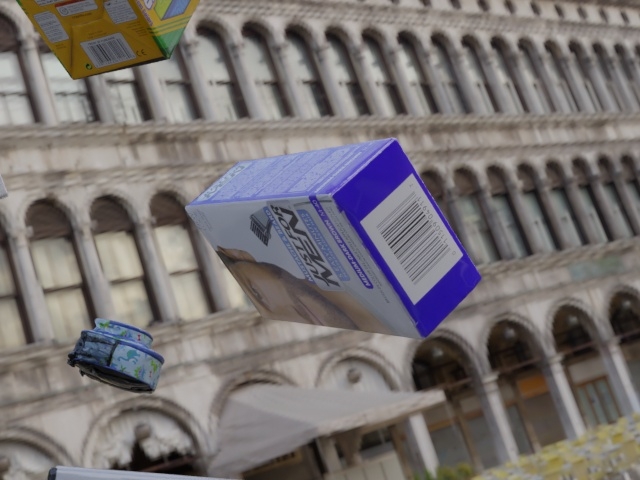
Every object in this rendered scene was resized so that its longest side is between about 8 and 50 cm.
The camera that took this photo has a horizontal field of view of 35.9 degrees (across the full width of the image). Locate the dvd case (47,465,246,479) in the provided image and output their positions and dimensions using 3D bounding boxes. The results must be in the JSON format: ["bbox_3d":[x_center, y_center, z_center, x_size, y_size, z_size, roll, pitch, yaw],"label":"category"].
[{"bbox_3d":[-0.043,0.234,0.583,0.253,0.180,0.022,7,-13,-9],"label":"dvd case"}]

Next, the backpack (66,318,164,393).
[{"bbox_3d":[-0.271,0.158,1.356,0.114,0.084,0.105,19,-17,6],"label":"backpack"}]

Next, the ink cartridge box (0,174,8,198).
[{"bbox_3d":[-0.561,-0.130,1.486,0.100,0.172,0.237,-23,12,-23],"label":"ink cartridge box"}]

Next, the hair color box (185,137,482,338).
[{"bbox_3d":[0.000,0.000,1.112,0.110,0.185,0.339,-42,20,-23],"label":"hair color box"}]

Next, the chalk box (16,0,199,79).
[{"bbox_3d":[-0.208,-0.295,1.046,0.132,0.213,0.132,-7,-44,26],"label":"chalk box"}]
